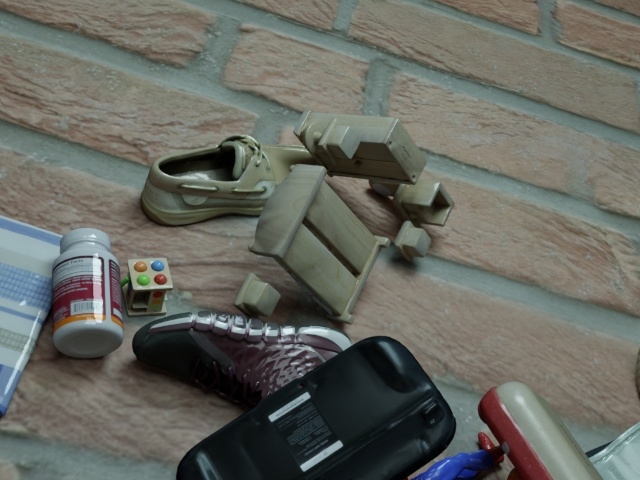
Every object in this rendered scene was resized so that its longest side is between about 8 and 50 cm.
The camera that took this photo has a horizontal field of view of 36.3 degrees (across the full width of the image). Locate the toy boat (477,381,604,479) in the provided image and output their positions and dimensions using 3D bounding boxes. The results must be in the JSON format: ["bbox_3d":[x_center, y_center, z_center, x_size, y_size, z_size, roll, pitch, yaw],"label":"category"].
[{"bbox_3d":[0.240,0.289,1.135,0.151,0.151,0.231,37,18,-53],"label":"toy boat"}]

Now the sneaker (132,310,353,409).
[{"bbox_3d":[-0.093,0.182,1.201,0.282,0.106,0.162,4,58,-9],"label":"sneaker"}]

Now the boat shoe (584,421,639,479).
[{"bbox_3d":[0.340,0.325,1.237,0.303,0.091,0.114,-17,59,-17],"label":"boat shoe"}]

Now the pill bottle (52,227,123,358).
[{"bbox_3d":[-0.294,0.064,1.231,0.086,0.086,0.152,3,55,-19],"label":"pill bottle"}]

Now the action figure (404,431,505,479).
[{"bbox_3d":[0.109,0.271,1.201,0.280,0.091,0.139,-24,67,-38],"label":"action figure"}]

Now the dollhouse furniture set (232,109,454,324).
[{"bbox_3d":[0.000,0.000,1.408,0.174,0.303,0.355,11,65,40],"label":"dollhouse furniture set"}]

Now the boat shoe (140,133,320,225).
[{"bbox_3d":[-0.119,-0.103,1.458,0.302,0.098,0.109,-13,54,-30],"label":"boat shoe"}]

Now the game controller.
[{"bbox_3d":[-0.006,0.241,1.126,0.319,0.067,0.166,-31,58,-12],"label":"game controller"}]

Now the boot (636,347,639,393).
[{"bbox_3d":[0.584,0.255,1.423,0.207,0.090,0.248,11,43,-29],"label":"boot"}]

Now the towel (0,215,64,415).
[{"bbox_3d":[-0.445,0.074,1.215,0.209,0.034,0.285,17,46,-9],"label":"towel"}]

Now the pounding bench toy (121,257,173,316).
[{"bbox_3d":[-0.242,0.060,1.281,0.083,0.065,0.052,-2,50,-23],"label":"pounding bench toy"}]
